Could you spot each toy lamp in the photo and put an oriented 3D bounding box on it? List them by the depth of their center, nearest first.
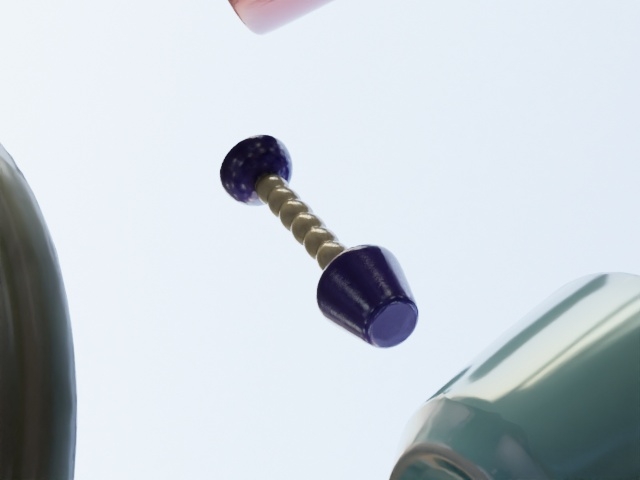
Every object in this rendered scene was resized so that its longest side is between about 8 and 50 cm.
[{"bbox_3d":[0.000,0.000,1.345,0.275,0.080,0.080,-129,-139,-50],"label":"toy lamp"}]

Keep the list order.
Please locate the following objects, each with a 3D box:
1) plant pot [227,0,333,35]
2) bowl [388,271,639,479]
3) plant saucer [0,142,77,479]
[{"bbox_3d":[0.005,-0.386,1.713,0.275,0.243,0.275,-16,90,-76],"label":"plant pot"},{"bbox_3d":[0.152,0.188,0.994,0.311,0.163,0.311,38,-44,51],"label":"bowl"},{"bbox_3d":[-0.272,0.112,0.717,0.400,0.100,0.400,-15,-113,40],"label":"plant saucer"}]
